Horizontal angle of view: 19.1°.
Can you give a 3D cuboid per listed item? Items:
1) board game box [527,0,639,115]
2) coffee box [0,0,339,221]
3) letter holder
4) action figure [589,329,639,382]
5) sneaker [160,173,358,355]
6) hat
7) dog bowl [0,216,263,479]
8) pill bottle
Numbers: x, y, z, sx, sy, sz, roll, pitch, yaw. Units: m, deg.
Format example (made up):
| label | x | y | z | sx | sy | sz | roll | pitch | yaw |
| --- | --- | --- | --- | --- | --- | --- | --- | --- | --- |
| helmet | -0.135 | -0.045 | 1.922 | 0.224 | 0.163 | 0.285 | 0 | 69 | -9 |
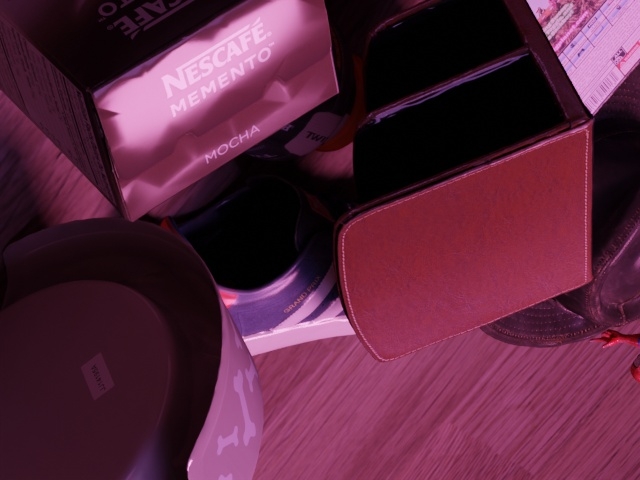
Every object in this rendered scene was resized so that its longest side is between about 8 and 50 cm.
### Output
| label | x | y | z | sx | sy | sz | roll | pitch | yaw |
| --- | --- | --- | --- | --- | --- | --- | --- | --- | --- |
| board game box | 0.194 | -0.269 | 1.607 | 0.232 | 0.141 | 0.291 | -49 | 143 | 2 |
| coffee box | -0.145 | -0.168 | 1.232 | 0.168 | 0.297 | 0.119 | -33 | 141 | -19 |
| letter holder | 0.090 | -0.045 | 1.526 | 0.214 | 0.152 | 0.302 | -24 | 155 | -3 |
| action figure | 0.390 | 0.036 | 2.138 | 0.280 | 0.139 | 0.091 | -59 | 145 | -23 |
| sneaker | 0.000 | 0.000 | 1.666 | 0.350 | 0.131 | 0.148 | -19 | 139 | -32 |
| hat | 0.289 | -0.016 | 1.878 | 0.331 | 0.134 | 0.331 | -14 | 121 | -24 |
| dog bowl | -0.197 | 0.152 | 1.443 | 0.349 | 0.349 | 0.102 | -45 | 134 | -3 |
| pill bottle | -0.061 | -0.136 | 1.484 | 0.246 | 0.130 | 0.130 | 16 | 111 | -50 |
